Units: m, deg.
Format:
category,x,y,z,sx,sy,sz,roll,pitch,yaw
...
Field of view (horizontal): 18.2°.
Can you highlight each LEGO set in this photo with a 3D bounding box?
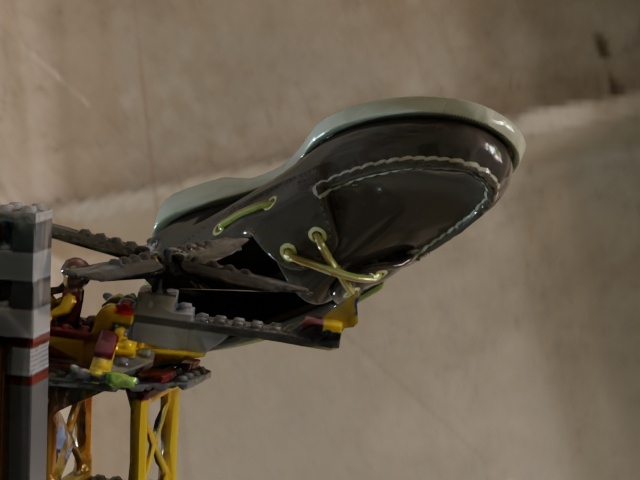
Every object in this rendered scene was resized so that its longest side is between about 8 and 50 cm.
category,x,y,z,sx,sy,sz,roll,pitch,yaw
LEGO set,-0.157,0.046,0.550,0.255,0.331,0.192,5,-82,22

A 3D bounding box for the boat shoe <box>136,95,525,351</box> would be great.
category,x,y,z,sx,sy,sz,roll,pitch,yaw
boat shoe,0.000,0.000,0.900,0.227,0.081,0.069,-22,-138,46
